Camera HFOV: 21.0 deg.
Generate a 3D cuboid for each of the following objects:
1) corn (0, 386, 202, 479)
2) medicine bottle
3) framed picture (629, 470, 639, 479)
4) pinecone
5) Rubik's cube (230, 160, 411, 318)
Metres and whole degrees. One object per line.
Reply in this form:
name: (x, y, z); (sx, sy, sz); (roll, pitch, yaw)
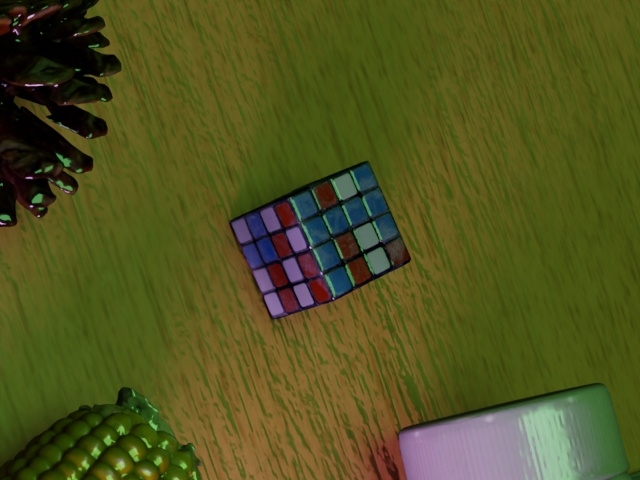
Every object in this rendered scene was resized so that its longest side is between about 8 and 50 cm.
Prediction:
corn: (-0.220, 0.265, 1.156); (0.144, 0.144, 0.387); (47, 59, -16)
medicine bottle: (0.185, 0.298, 1.386); (0.208, 0.208, 0.340); (-9, 83, -36)
framed picture: (0.264, 0.347, 1.548); (0.197, 0.014, 0.252); (-10, 83, -36)
pinecone: (-0.236, -0.101, 1.210); (0.207, 0.207, 0.208); (10, 72, -33)
Rubik's cube: (0.000, 0.000, 1.405); (0.092, 0.092, 0.092); (-25, 93, -36)
